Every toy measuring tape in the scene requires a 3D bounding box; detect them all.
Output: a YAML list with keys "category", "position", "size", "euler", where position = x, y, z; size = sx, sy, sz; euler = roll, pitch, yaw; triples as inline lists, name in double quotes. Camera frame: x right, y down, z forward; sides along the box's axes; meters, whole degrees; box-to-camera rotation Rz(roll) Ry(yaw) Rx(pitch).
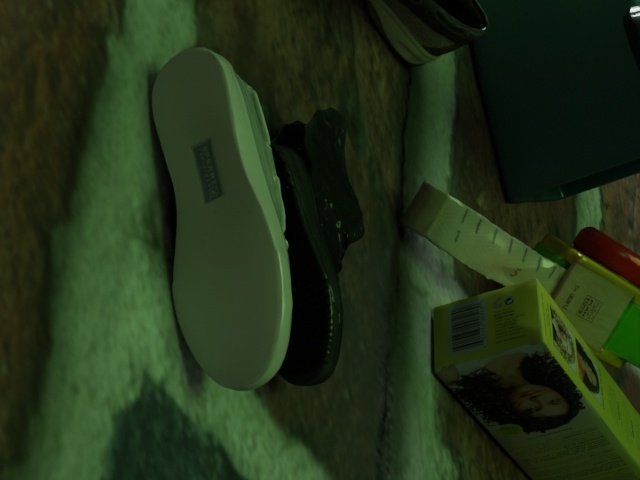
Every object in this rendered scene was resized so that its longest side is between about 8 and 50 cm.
- category: "toy measuring tape"
  position: [0.165, 0.024, 1.214]
  size: [0.330, 0.121, 0.121]
  euler: [28, 49, -35]

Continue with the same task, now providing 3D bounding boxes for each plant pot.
- category: "plant pot"
  position: [0.229, -0.170, 1.370]
  size: [0.165, 0.165, 0.234]
  euler: [-7, 79, -65]

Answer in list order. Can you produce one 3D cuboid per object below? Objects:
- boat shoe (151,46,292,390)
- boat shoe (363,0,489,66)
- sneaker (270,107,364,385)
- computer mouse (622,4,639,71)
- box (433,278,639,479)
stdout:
- category: "boat shoe"
  position: [-0.045, -0.009, 0.817]
  size: [0.063, 0.066, 0.184]
  euler: [21, 47, -59]
- category: "boat shoe"
  position: [0.052, -0.209, 1.115]
  size: [0.223, 0.073, 0.080]
  euler: [46, 37, -46]
- category: "sneaker"
  position: [-0.002, 0.001, 0.903]
  size: [0.089, 0.051, 0.170]
  euler: [11, 63, -58]
- category: "computer mouse"
  position: [0.303, -0.171, 1.263]
  size: [0.262, 0.060, 0.184]
  euler: [19, 53, -59]
- category: "box"
  position: [0.169, 0.119, 1.158]
  size: [0.232, 0.087, 0.058]
  euler: [46, 35, -44]
